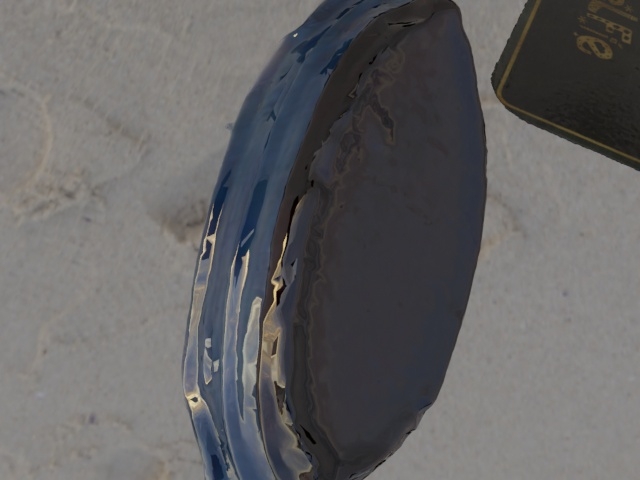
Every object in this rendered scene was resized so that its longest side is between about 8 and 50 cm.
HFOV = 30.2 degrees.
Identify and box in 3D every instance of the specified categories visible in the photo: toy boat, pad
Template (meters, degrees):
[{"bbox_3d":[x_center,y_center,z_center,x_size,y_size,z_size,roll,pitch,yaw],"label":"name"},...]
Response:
[{"bbox_3d":[0.000,0.000,0.597,0.129,0.309,0.142,20,167,-28],"label":"toy boat"},{"bbox_3d":[0.277,-0.210,1.031,0.315,0.375,0.063,23,137,5],"label":"pad"}]
